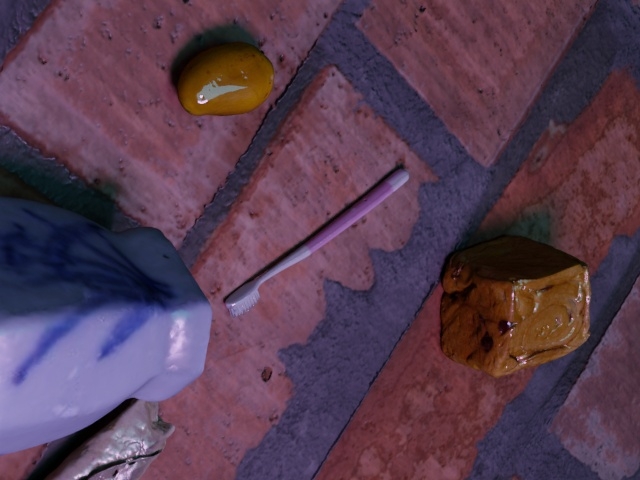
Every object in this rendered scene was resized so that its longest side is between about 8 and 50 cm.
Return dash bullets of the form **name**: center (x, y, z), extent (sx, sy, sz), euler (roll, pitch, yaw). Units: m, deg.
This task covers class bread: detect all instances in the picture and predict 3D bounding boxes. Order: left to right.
- **bread**: center (0.245, 0.081, 1.802), extent (0.158, 0.143, 0.149), euler (-21, 117, -29)

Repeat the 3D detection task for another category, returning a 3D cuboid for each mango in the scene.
- **mango**: center (-0.101, -0.165, 1.484), extent (0.114, 0.060, 0.080), euler (-26, 117, -26)

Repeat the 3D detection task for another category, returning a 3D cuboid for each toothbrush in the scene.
- **toothbrush**: center (0.000, 0.000, 1.651), extent (0.286, 0.020, 0.025), euler (-38, 134, -23)

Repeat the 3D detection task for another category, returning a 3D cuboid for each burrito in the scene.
- **burrito**: center (-0.245, 0.254, 1.506), extent (0.226, 0.060, 0.087), euler (-46, 123, -17)

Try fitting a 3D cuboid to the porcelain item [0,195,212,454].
- **porcelain item**: center (-0.310, 0.077, 1.282), extent (0.405, 0.242, 0.178), euler (0, 130, -40)
